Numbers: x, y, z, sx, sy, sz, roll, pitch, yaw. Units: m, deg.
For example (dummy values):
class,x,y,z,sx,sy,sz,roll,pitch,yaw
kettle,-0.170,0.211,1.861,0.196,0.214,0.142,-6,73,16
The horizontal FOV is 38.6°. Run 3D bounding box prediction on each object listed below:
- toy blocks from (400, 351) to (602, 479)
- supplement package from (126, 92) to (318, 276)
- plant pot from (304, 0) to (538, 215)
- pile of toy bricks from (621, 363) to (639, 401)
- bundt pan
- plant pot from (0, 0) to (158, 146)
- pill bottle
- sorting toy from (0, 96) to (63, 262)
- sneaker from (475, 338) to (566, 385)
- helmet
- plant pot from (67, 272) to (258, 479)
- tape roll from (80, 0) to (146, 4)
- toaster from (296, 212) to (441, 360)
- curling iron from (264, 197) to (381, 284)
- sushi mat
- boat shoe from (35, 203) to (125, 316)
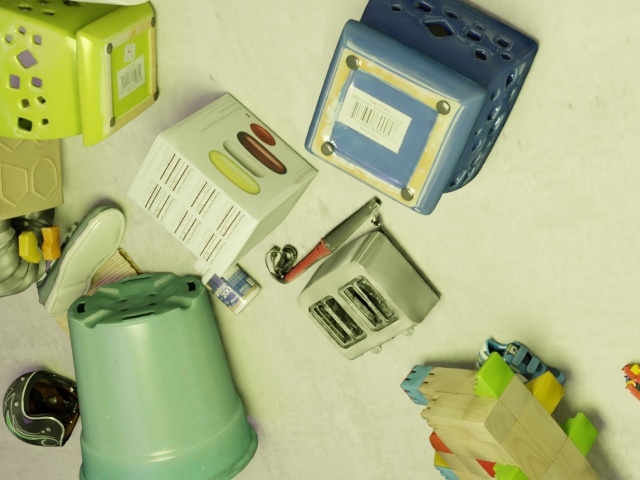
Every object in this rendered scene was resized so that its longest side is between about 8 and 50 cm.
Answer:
class,x,y,z,sx,sy,sz,roll,pitch,yaw
toy blocks,0.275,0.335,1.456,0.381,0.190,0.261,49,154,-19
supplement package,-0.155,-0.092,1.463,0.203,0.194,0.149,41,131,3
plant pot,0.121,-0.188,1.229,0.236,0.212,0.235,31,129,12
pile of toy bricks,0.541,0.233,1.305,0.212,0.118,0.105,42,98,15
bundt pan,-0.591,-0.046,1.692,0.124,0.330,0.330,-4,117,7
plant pot,-0.393,-0.288,1.481,0.207,0.228,0.227,15,123,15
pill bottle,-0.172,0.072,1.652,0.120,0.067,0.067,43,130,2
sorting toy,-0.524,-0.106,1.612,0.041,0.229,0.307,3,102,15
sneaker,0.315,0.197,1.441,0.144,0.053,0.059,13,121,24
helmet,-0.628,0.376,2.047,0.162,0.169,0.169,22,128,-1
plant pot,-0.311,0.256,1.694,0.341,0.341,0.333,2,111,30
tape roll,-0.304,-0.474,1.271,0.100,0.286,0.286,12,122,25
toaster,0.073,0.085,1.477,0.185,0.110,0.168,49,129,-8
curling iron,0.000,0.000,1.527,0.274,0.035,0.068,-32,98,40
sushi mat,-0.452,0.136,1.892,0.317,0.019,0.151,-31,97,39
boat shoe,-0.483,0.024,1.783,0.099,0.116,0.319,54,131,19
